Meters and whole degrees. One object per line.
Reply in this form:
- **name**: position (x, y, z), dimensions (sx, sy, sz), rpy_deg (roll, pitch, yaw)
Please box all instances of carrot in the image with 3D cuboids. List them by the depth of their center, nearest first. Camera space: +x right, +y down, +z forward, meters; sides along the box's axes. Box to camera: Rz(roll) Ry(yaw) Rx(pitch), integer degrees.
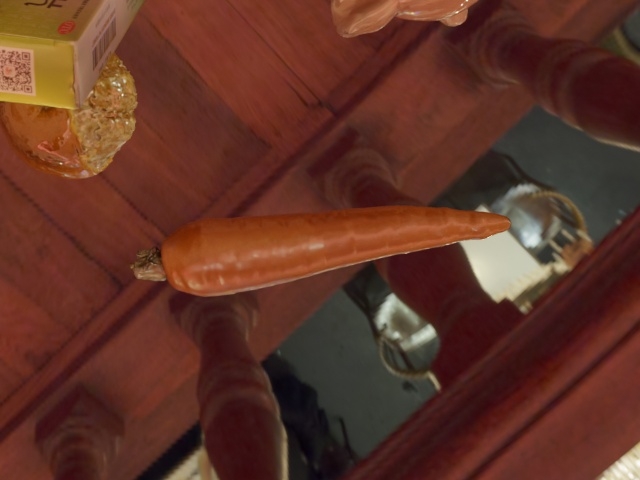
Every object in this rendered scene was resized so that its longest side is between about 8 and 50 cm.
- **carrot**: position (0.000, 0.000, 1.082), dimensions (0.335, 0.069, 0.069), rpy_deg (-9, 108, 0)

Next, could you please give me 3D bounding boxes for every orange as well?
- **orange**: position (-0.262, -0.144, 1.305), dimensions (0.156, 0.134, 0.157), rpy_deg (1, 102, 7)

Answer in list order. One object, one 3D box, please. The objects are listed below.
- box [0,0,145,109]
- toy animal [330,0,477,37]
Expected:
- **box**: position (-0.253, -0.203, 1.042), dimensions (0.175, 0.260, 0.062), rpy_deg (7, 123, 4)
- **toy animal**: position (0.094, -0.328, 1.075), dimensions (0.213, 0.195, 0.256), rpy_deg (-24, 84, 38)
